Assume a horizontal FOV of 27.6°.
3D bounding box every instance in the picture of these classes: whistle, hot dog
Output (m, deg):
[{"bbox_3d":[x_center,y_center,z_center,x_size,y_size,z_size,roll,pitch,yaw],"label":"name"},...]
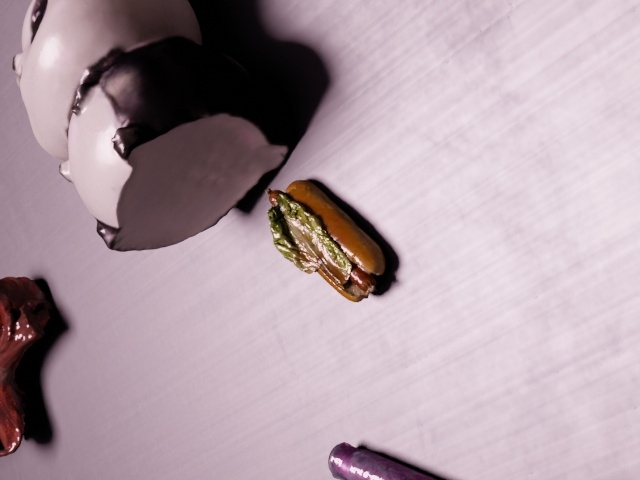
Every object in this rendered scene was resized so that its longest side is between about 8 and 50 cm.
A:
[{"bbox_3d":[0.074,0.192,0.984,0.176,0.033,0.033,16,107,43],"label":"whistle"},{"bbox_3d":[0.000,0.000,1.023,0.133,0.041,0.056,45,125,31],"label":"hot dog"}]

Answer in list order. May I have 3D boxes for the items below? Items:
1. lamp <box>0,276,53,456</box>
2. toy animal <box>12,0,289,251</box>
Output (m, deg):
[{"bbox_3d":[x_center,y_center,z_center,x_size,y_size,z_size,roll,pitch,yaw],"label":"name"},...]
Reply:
[{"bbox_3d":[-0.389,0.122,1.373,0.223,0.151,0.215,7,112,0],"label":"lamp"},{"bbox_3d":[-0.157,-0.124,1.075,0.235,0.165,0.187,51,145,24],"label":"toy animal"}]
